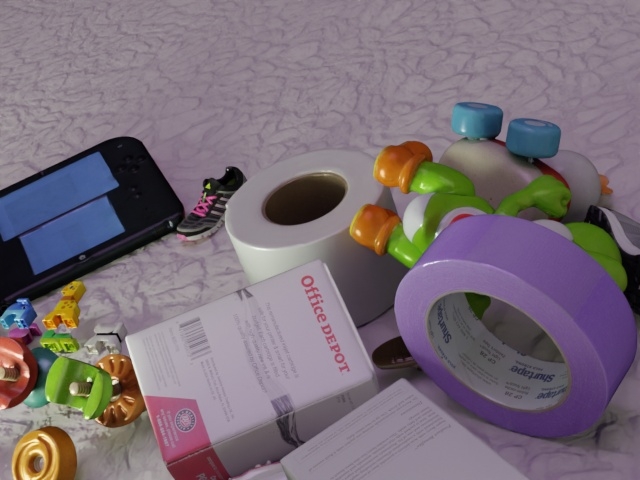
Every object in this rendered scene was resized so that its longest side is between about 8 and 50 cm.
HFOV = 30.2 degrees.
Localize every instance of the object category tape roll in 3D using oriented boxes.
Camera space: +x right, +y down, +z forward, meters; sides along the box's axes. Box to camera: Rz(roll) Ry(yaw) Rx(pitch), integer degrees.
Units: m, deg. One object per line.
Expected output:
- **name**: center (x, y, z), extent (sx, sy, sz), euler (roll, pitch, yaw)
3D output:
- **tape roll**: center (0.000, 0.000, 1.747), extent (0.246, 0.169, 0.246), euler (-14, 34, 10)
- **tape roll**: center (0.226, 0.103, 1.394), extent (0.275, 0.274, 0.090), euler (11, 45, 38)

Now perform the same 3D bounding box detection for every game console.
- **game console**: center (-0.460, -0.037, 2.132), extent (0.387, 0.060, 0.342), euler (-27, 34, -9)

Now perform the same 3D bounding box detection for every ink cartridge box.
- **ink cartridge box**: center (-0.084, 0.177, 1.545), extent (0.283, 0.117, 0.207), euler (-22, 54, -4)

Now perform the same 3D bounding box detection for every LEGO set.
- **LEGO set**: center (-0.409, 0.118, 1.866), extent (0.227, 0.087, 0.093), euler (-2, 39, 23)

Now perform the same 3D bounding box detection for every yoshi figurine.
- **yoshi figurine**: center (0.237, 0.005, 1.543), extent (0.362, 0.203, 0.203), euler (26, 55, 28)

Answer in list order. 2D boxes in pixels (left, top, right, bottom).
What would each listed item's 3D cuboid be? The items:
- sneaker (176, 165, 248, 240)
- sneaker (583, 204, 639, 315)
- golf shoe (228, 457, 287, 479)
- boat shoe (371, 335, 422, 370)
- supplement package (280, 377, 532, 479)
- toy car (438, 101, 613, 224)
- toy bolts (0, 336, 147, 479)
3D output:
- **sneaker**: center (-0.186, -0.067, 2.017), extent (0.063, 0.074, 0.170), euler (20, 51, 44)
- **sneaker**: center (0.428, 0.032, 1.570), extent (0.108, 0.100, 0.271), euler (1, 23, -20)
- **golf shoe**: center (-0.111, 0.369, 1.365), extent (0.306, 0.115, 0.140), euler (-31, 46, -5)
- **boat shoe**: center (0.137, 0.151, 1.578), extent (0.135, 0.045, 0.050), euler (-14, 42, 3)
- **supplement package**: center (0.122, 0.315, 1.243), extent (0.178, 0.175, 0.293), euler (-31, 35, -18)
- **toy car**: center (0.312, -0.080, 1.723), extent (0.238, 0.219, 0.210), euler (-7, 22, -37)
- **toy bolts**: center (-0.356, 0.241, 1.674), extent (0.229, 0.158, 0.218), euler (22, 92, 33)
